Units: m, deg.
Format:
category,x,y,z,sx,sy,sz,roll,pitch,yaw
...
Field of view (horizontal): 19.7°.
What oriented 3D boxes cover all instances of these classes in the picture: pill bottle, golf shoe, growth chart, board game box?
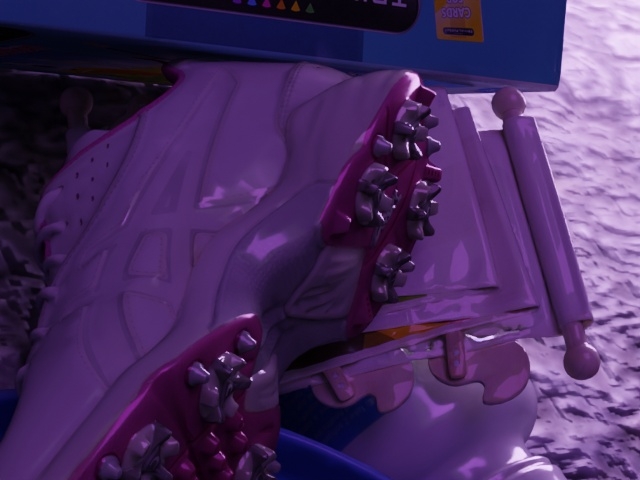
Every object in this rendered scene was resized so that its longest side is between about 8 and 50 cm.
category,x,y,z,sx,sy,sz,roll,pitch,yaw
pill bottle,0.023,0.068,0.867,0.124,0.124,0.221,-14,58,-42
golf shoe,-0.068,0.031,0.724,0.140,0.115,0.306,19,45,21
growth chart,0.000,0.000,0.820,0.237,0.021,0.172,-2,62,-2
board game box,-0.089,-0.122,0.903,0.336,0.254,0.079,3,91,-31

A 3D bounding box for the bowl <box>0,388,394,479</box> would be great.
category,x,y,z,sx,sy,sz,roll,pitch,yaw
bowl,-0.064,0.213,0.650,0.391,0.077,0.391,13,36,-10
